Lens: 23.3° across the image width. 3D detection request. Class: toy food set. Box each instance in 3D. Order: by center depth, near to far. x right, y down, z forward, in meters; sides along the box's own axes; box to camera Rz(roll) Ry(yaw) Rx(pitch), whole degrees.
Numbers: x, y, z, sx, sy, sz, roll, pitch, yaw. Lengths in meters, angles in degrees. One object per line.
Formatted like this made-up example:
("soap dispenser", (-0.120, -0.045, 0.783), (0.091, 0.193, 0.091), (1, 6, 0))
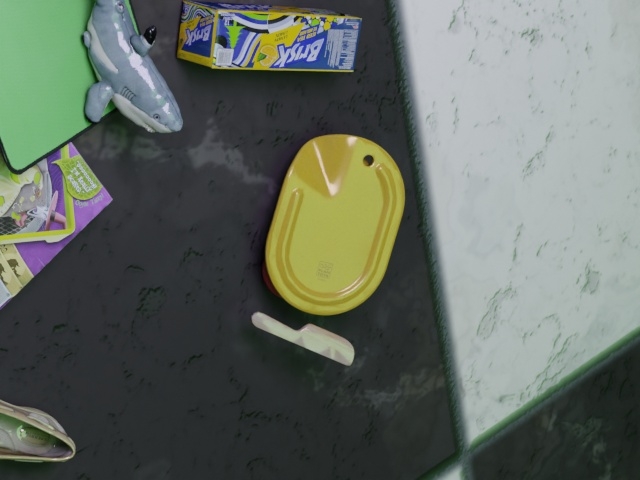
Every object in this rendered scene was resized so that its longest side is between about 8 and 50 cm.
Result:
("toy food set", (0.000, 0.000, 1.535), (0.128, 0.071, 0.218), (17, 93, -19))

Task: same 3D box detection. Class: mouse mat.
("mouse mat", (-0.215, -0.159, 1.278), (0.189, 0.007, 0.153), (-40, 125, -43))

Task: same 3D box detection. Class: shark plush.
("shark plush", (-0.156, -0.168, 1.294), (0.073, 0.067, 0.161), (-21, 111, -50))

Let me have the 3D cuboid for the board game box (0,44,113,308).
("board game box", (-0.329, -0.086, 1.223), (0.208, 0.056, 0.347), (-43, 130, -15))

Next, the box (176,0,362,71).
("box", (-0.046, -0.186, 1.419), (0.169, 0.059, 0.054), (-3, 107, -40))

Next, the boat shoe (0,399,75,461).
("boat shoe", (-0.285, 0.167, 1.354), (0.153, 0.048, 0.056), (22, 91, -44))
